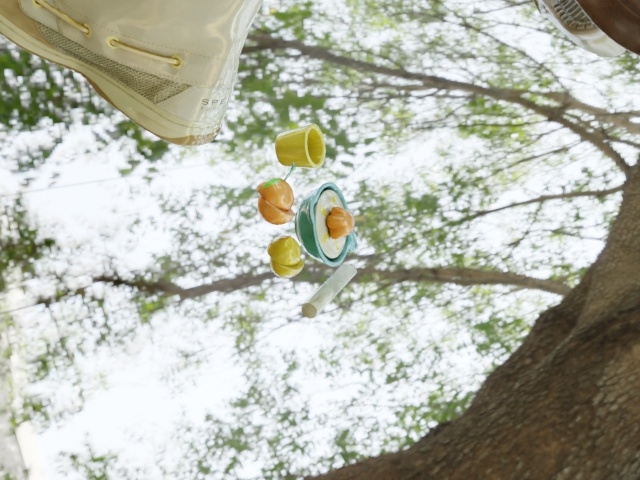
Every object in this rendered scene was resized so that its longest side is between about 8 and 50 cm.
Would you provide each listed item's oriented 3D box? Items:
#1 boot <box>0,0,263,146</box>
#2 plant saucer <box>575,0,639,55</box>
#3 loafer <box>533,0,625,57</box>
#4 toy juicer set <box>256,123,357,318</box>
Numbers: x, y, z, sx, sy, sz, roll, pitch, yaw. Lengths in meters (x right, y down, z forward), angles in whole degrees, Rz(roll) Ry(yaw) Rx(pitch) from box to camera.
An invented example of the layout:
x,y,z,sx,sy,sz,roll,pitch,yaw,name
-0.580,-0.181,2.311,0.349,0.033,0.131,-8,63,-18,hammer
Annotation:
x,y,z,sx,sy,sz,roll,pitch,yaw,name
-0.153,-0.219,0.648,0.262,0.095,0.203,36,-54,7,boot
0.234,-0.212,0.639,0.168,0.029,0.168,52,-9,12,plant saucer
0.313,-0.314,1.085,0.102,0.092,0.269,-27,-137,19,loafer
0.000,0.000,1.357,0.089,0.209,0.329,-3,-50,26,toy juicer set
